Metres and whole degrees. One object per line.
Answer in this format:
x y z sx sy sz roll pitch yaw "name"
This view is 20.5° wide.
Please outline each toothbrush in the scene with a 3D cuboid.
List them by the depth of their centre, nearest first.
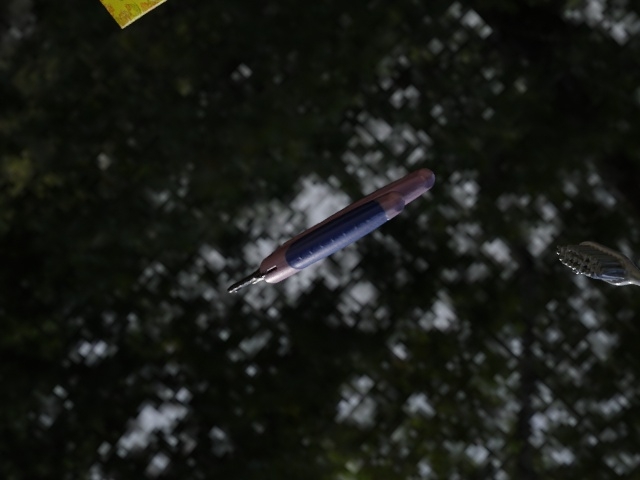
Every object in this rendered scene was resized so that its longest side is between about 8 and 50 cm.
0.262 0.056 1.085 0.354 0.029 0.024 29 -67 54 "toothbrush"

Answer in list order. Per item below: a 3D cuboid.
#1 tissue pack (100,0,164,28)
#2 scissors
-0.066 -0.193 1.032 0.095 0.062 0.176 -44 -166 -31 "tissue pack"
0.000 0.000 0.754 0.113 0.012 0.039 -29 -175 36 "scissors"
